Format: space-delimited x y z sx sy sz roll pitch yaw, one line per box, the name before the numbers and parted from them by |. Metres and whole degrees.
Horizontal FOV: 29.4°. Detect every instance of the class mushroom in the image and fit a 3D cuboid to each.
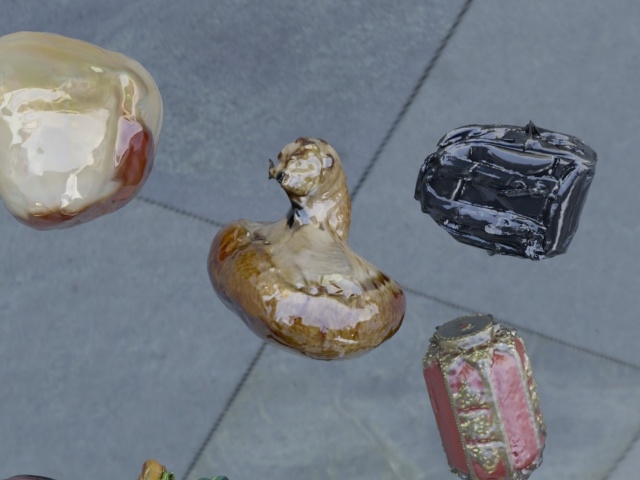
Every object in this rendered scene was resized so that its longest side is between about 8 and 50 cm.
mushroom | -0.002 0.037 1.519 0.267 0.267 0.254 24 130 -29

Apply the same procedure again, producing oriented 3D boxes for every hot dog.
hot dog | -0.195 0.303 1.414 0.041 0.133 0.056 19 121 -11

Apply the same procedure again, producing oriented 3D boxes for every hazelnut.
hazelnut | -0.323 -0.130 1.467 0.261 0.261 0.241 24 139 -29

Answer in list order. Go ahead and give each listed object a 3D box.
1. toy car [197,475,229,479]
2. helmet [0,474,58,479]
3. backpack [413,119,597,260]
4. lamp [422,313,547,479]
toy car | -0.224 0.440 1.766 0.320 0.097 0.141 -23 113 31
helmet | -0.319 0.337 1.224 0.216 0.193 0.189 -22 87 -1
backpack | 0.255 -0.071 1.698 0.258 0.133 0.206 10 114 -12
lamp | 0.259 0.256 1.923 0.177 0.177 0.274 -16 103 -7
